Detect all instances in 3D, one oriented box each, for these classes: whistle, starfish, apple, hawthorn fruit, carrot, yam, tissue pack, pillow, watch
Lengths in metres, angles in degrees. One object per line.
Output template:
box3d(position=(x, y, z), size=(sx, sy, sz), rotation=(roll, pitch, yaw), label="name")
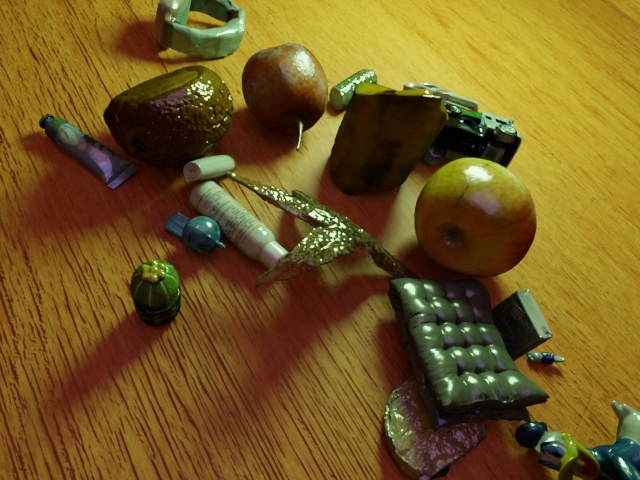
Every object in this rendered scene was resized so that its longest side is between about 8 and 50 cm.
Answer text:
box3d(position=(0.512, 0.266, 1.097), size=(0.083, 0.029, 0.033), rotation=(7, 38, -1), label="whistle")
box3d(position=(0.004, -0.009, 1.051), size=(0.383, 0.132, 0.398), rotation=(39, 30, 23), label="starfish")
box3d(position=(0.355, -0.049, 1.125), size=(0.286, 0.286, 0.233), rotation=(39, 46, 14), label="apple")
box3d(position=(-0.085, -0.398, 1.311), size=(0.235, 0.231, 0.263), rotation=(-36, 108, -24), label="hawthorn fruit")
box3d(position=(0.173, -0.290, 1.243), size=(0.241, 0.341, 0.242), rotation=(16, 42, -15), label="carrot")
box3d(position=(0.099, -0.468, 1.486), size=(0.078, 0.078, 0.179), rotation=(42, 60, 16), label="yam")
box3d(position=(0.415, 0.193, 1.044), size=(0.051, 0.156, 0.113), rotation=(-2, 55, -24), label="tissue pack")
box3d(position=(0.285, 0.215, 0.990), size=(0.227, 0.101, 0.327), rotation=(3, 43, -18), label="pillow")
box3d(position=(-0.357, -0.664, 1.482), size=(0.241, 0.162, 0.254), rotation=(22, 55, -13), label="watch")
box3d(position=(-0.278, -0.021, 1.064), size=(0.157, 0.090, 0.090), rotation=(28, 54, 7), label="whistle")

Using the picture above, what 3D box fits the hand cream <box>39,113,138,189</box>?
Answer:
box3d(position=(-0.568, -0.221, 1.168), size=(0.256, 0.055, 0.088), rotation=(36, 59, 4), label="hand cream")

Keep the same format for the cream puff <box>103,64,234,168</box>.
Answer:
box3d(position=(-0.347, -0.288, 1.159), size=(0.302, 0.212, 0.303), rotation=(-16, 31, 10), label="cream puff")

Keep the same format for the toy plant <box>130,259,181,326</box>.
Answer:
box3d(position=(-0.315, 0.098, 0.927), size=(0.092, 0.162, 0.093), rotation=(7, 53, -9), label="toy plant")

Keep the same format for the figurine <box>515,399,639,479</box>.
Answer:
box3d(position=(0.541, 0.448, 0.923), size=(0.337, 0.205, 0.284), rotation=(17, 59, 13), label="figurine")

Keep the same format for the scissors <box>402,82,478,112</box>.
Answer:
box3d(position=(0.336, -0.396, 1.321), size=(0.118, 0.031, 0.242), rotation=(-12, 35, -31), label="scissors")

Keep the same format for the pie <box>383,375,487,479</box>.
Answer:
box3d(position=(0.219, 0.354, 0.947), size=(0.218, 0.052, 0.185), rotation=(-21, 63, -24), label="pie")

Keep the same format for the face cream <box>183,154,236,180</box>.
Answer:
box3d(position=(-0.260, -0.175, 1.150), size=(0.072, 0.051, 0.182), rotation=(-1, 14, 16), label="face cream")

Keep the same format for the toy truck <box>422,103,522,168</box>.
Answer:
box3d(position=(0.385, -0.321, 1.397), size=(0.362, 0.177, 0.178), rotation=(18, 41, 1), label="toy truck")

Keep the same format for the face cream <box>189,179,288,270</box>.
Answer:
box3d(position=(-0.184, -0.030, 1.102), size=(0.269, 0.082, 0.082), rotation=(41, 56, 14), label="face cream")
